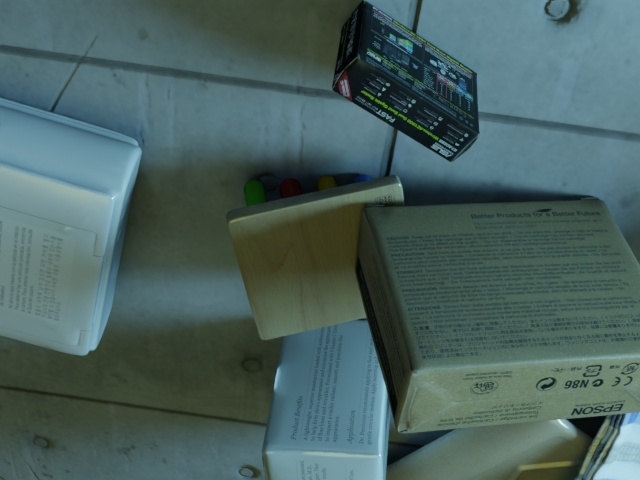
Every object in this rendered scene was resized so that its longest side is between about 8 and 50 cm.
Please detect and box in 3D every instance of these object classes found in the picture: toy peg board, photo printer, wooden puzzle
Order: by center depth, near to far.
[{"bbox_3d":[-0.344,-0.027,0.906,0.308,0.107,0.256,15,132,-6],"label":"photo printer"},{"bbox_3d":[0.000,0.000,0.919,0.161,0.079,0.161,-13,132,-2],"label":"toy peg board"},{"bbox_3d":[0.263,0.337,1.182,0.348,0.080,0.322,39,126,-19],"label":"wooden puzzle"}]

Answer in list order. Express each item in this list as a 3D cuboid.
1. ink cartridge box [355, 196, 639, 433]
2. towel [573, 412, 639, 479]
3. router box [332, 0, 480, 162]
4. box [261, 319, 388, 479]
[{"bbox_3d":[0.162,0.058,0.822,0.235,0.193,0.088,-2,134,-10],"label":"ink cartridge box"},{"bbox_3d":[0.377,0.286,1.056,0.209,0.034,0.285,13,108,-15],"label":"towel"},{"bbox_3d":[0.071,-0.130,0.765,0.122,0.092,0.038,29,130,-17],"label":"router box"},{"bbox_3d":[0.013,0.208,1.021,0.119,0.181,0.182,3,133,6],"label":"box"}]
